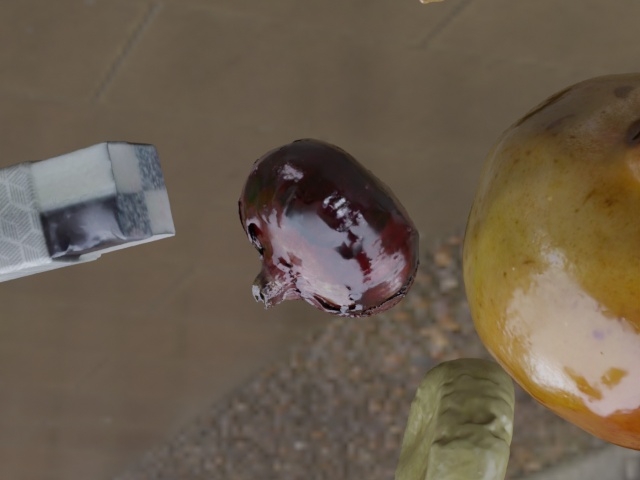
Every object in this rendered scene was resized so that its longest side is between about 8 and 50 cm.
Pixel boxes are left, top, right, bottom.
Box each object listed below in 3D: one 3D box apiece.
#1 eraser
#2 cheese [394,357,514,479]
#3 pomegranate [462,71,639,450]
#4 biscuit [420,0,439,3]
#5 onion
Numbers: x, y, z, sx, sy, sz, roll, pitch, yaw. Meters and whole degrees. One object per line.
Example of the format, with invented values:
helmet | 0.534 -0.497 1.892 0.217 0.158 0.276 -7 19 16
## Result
eraser | -0.334 -0.002 1.638 0.404 0.098 0.096 -14 176 26
cheese | 0.150 0.248 1.921 0.117 0.214 0.226 9 124 -2
pomegranate | 0.220 0.005 1.138 0.264 0.264 0.264 0 162 0
biscuit | 0.088 -0.296 1.583 0.133 0.027 0.184 -37 129 -4
onion | 0.000 0.000 2.166 0.252 0.219 0.252 35 159 16
